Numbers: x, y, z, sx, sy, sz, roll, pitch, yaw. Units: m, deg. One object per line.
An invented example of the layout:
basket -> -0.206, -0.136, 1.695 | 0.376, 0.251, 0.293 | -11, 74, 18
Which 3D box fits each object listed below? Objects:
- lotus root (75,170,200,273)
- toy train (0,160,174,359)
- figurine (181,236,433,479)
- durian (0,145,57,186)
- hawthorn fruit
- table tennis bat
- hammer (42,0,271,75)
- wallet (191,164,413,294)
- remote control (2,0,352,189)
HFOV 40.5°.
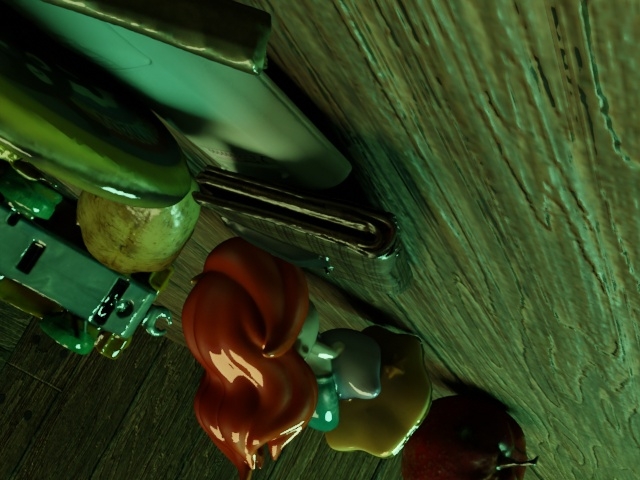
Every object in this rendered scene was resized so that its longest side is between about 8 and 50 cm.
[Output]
lotus root -> -0.172, -0.024, 0.806 | 0.110, 0.097, 0.258 | 32, 162, -8
toy train -> -0.401, 0.014, 1.248 | 0.429, 0.178, 0.249 | 35, 176, -29
figurine -> -0.031, 0.128, 0.869 | 0.257, 0.208, 0.181 | 29, -159, -34
durian -> -0.276, -0.131, 0.617 | 0.221, 0.095, 0.137 | 33, -159, -30
hawthorn fruit -> 0.192, 0.267, 1.072 | 0.157, 0.157, 0.194 | 33, 155, -21
table tennis bat -> -0.211, -0.140, 0.434 | 0.369, 0.054, 0.224 | 39, -170, -13
hammer -> -0.157, -0.114, 0.315 | 0.297, 0.027, 0.125 | 14, -149, -14
wallet -> 0.000, 0.000, 0.588 | 0.124, 0.042, 0.230 | 16, 176, 10
remote control -> -0.101, -0.108, 0.449 | 0.103, 0.051, 0.293 | 13, 161, 45
